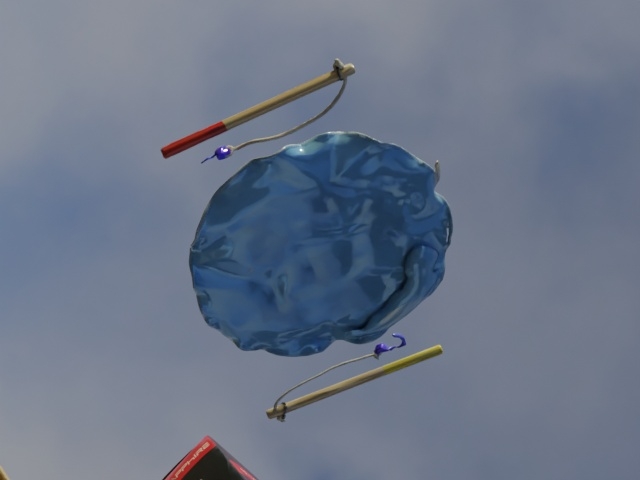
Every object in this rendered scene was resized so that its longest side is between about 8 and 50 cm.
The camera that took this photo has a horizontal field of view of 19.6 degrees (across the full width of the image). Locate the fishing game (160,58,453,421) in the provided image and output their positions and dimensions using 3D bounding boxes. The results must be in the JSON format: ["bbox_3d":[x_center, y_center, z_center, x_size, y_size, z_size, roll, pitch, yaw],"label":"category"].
[{"bbox_3d":[0.000,0.000,1.262,0.189,0.264,0.041,-25,-142,-1],"label":"fishing game"}]

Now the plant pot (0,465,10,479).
[{"bbox_3d":[-0.291,0.205,0.990,0.254,0.237,0.237,-33,-140,-3],"label":"plant pot"}]

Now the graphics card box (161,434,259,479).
[{"bbox_3d":[-0.021,0.353,1.889,0.094,0.233,0.371,-45,-158,-3],"label":"graphics card box"}]
